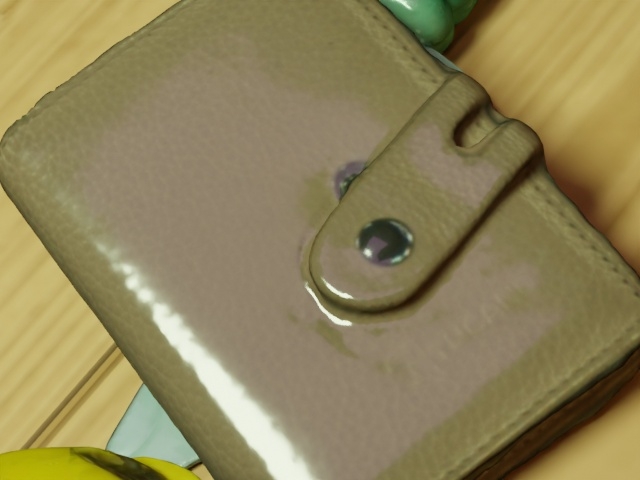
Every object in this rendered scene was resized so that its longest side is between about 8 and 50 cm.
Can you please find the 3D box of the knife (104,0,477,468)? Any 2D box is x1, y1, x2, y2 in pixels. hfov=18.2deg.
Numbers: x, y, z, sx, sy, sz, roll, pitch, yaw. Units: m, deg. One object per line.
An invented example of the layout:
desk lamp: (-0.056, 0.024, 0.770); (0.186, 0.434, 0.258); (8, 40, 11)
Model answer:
knife: (0.020, -0.039, 0.554); (0.063, 0.035, 0.260); (19, 67, 14)

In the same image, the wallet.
wallet: (0.000, 0.000, 0.504); (0.118, 0.039, 0.153); (-37, 66, -11)

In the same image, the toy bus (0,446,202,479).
toy bus: (-0.169, 0.126, 0.393); (0.330, 0.152, 0.144); (-16, 53, 1)
